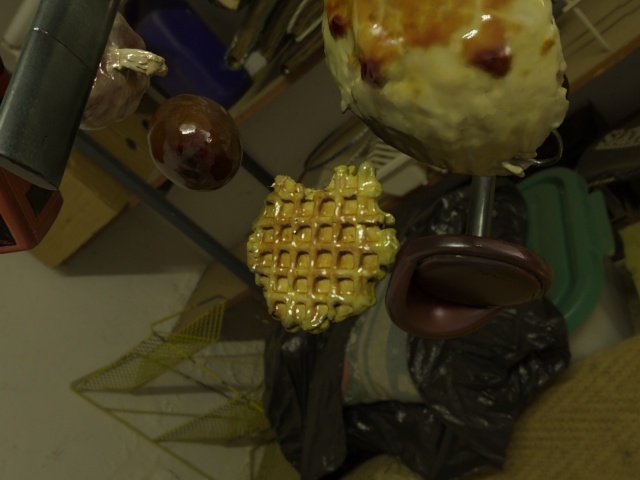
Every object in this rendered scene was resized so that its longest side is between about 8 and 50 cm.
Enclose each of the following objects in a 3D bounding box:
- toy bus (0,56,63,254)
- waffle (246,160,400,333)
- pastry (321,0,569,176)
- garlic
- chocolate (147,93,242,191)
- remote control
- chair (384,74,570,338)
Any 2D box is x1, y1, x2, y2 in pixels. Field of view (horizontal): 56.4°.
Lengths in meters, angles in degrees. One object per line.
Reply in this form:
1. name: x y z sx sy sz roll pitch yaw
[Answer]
1. toy bus: -0.629 -0.179 1.032 0.232 0.427 0.203 -3 40 4
2. waffle: -0.007 0.004 0.990 0.300 0.058 0.282 -29 69 31
3. pastry: 0.082 -0.173 0.516 0.170 0.237 0.256 -26 42 6
4. garlic: -0.403 -0.333 1.149 0.253 0.245 0.245 9 52 28
5. chocolate: -0.204 -0.153 0.976 0.176 0.176 0.177 -43 19 19
6. remote control: -0.328 -0.257 0.776 0.044 0.107 0.378 0 69 28
7. chair: 0.236 -0.058 0.881 0.226 0.226 0.401 -20 51 56
